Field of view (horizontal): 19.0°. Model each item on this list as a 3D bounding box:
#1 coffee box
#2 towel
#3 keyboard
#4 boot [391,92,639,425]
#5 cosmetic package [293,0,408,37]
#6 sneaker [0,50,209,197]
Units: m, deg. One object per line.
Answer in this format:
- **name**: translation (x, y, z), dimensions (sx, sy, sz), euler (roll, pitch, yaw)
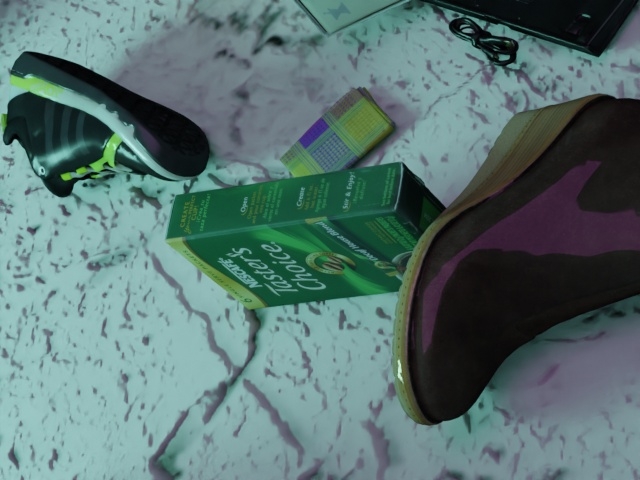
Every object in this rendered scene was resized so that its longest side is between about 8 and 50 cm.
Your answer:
- **coffee box**: translation (0.000, 0.000, 1.296), dimensions (0.184, 0.113, 0.040), euler (-7, 59, 30)
- **towel**: translation (0.014, -0.073, 1.407), dimensions (0.083, 0.009, 0.060), euler (-43, 46, 3)
- **keyboard**: translation (0.142, -0.171, 1.379), dimensions (0.180, 0.023, 0.108), euler (25, 69, 44)
- **boot**: translation (0.168, 0.013, 1.180), dimensions (0.207, 0.090, 0.248), euler (6, 60, 40)
- **cosmetic package**: translation (0.008, -0.328, 1.471), dimensions (0.113, 0.160, 0.309), euler (-22, 46, 23)
- **sneaker**: translation (-0.175, -0.073, 1.512), dimensions (0.234, 0.084, 0.097), euler (30, 104, 45)
